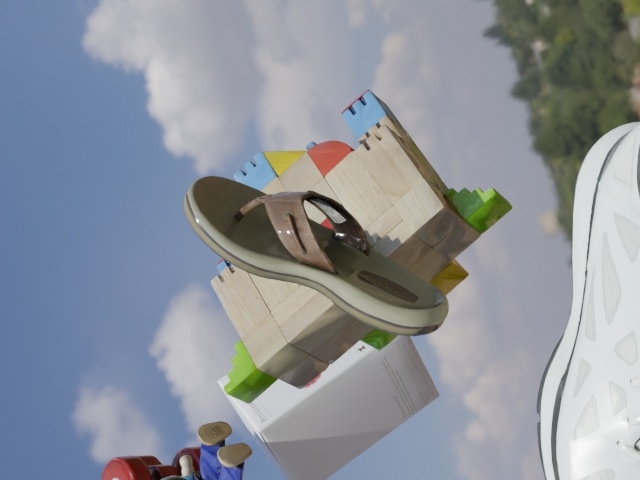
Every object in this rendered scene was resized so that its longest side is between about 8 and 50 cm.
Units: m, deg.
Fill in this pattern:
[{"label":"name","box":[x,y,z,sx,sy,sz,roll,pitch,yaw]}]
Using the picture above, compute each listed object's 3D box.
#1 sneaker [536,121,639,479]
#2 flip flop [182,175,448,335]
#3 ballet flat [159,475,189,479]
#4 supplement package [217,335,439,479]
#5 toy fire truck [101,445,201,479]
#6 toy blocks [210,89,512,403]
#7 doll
[{"label":"sneaker","box":[0.295,0.103,1.173,0.257,0.169,0.447,131,140,-84]},{"label":"flip flop","box":[0.000,0.000,1.314,0.112,0.277,0.080,-40,-27,-53]},{"label":"ballet flat","box":[-0.137,0.318,1.231,0.072,0.068,0.213,19,-124,-34]},{"label":"supplement package","box":[0.014,0.246,2.303,0.177,0.293,0.175,41,163,53]},{"label":"toy fire truck","box":[-0.226,0.473,2.120,0.169,0.254,0.302,-1,-153,-42]},{"label":"toy blocks","box":[0.001,-0.018,1.658,0.191,0.381,0.261,32,-160,-51]},{"label":"doll","box":[-0.124,0.289,1.575,0.129,0.046,0.189,42,136,32]}]
